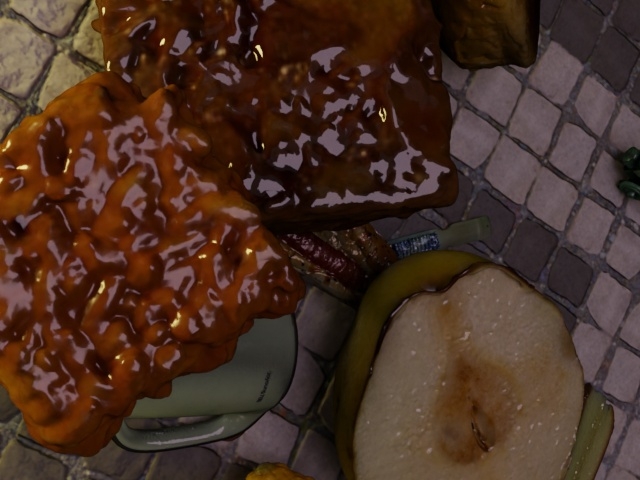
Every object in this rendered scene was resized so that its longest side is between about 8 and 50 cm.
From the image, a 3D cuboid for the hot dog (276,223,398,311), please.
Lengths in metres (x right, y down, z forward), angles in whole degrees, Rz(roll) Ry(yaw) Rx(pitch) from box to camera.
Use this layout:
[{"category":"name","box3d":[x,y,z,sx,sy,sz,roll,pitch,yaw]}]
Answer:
[{"category":"hot dog","box3d":[0.000,0.000,1.317,0.252,0.069,0.131,37,76,-20]}]

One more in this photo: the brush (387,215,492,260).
[{"category":"brush","box3d":[0.168,-0.003,1.426,0.178,0.030,0.033,-14,86,-26]}]

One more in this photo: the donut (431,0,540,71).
[{"category":"donut","box3d":[0.197,-0.380,1.322,0.159,0.330,0.330,-7,93,8]}]

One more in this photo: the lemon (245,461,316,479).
[{"category":"lemon","box3d":[-0.043,0.357,1.252,0.142,0.142,0.187,-23,97,-25]}]

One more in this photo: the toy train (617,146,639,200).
[{"category":"toy train","box3d":[0.547,-0.072,1.559,0.200,0.132,0.083,35,75,-20]}]

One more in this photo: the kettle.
[{"category":"kettle","box3d":[-0.168,0.145,1.198,0.255,0.165,0.240,4,117,-30]}]

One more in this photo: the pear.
[{"category":"pear","box3d":[0.147,0.189,1.316,0.340,0.191,0.387,-23,112,-21]}]

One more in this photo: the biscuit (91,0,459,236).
[{"category":"biscuit","box3d":[-0.056,-0.170,1.192,0.394,0.166,0.343,-5,78,-11]}]

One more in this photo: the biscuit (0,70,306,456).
[{"category":"biscuit","box3d":[-0.211,0.016,1.006,0.312,0.110,0.318,-34,95,-8]}]

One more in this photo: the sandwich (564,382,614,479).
[{"category":"sandwich","box3d":[0.333,0.329,1.469,0.094,0.096,0.258,36,72,-28]}]
